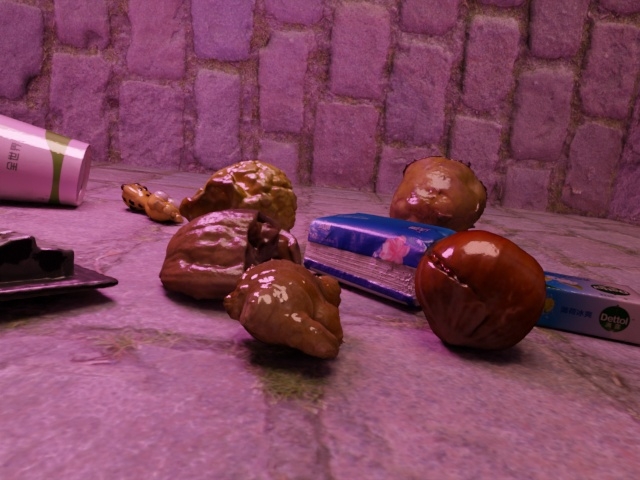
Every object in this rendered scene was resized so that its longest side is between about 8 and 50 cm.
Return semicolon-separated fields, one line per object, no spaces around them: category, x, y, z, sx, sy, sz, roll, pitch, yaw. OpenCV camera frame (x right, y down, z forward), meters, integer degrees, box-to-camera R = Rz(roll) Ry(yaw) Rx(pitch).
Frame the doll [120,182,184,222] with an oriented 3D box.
doll;-0.491;-0.111;1.344;0.291;0.086;0.117;19;-13;42

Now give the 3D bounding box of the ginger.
ginger;-0.042;0.081;0.617;0.157;0.102;0.216;13;11;-3

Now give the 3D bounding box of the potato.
potato;0.371;-0.099;1.475;0.288;0.301;0.237;-23;20;27

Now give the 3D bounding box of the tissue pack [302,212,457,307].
tissue pack;0.130;0.022;0.912;0.269;0.137;0.209;18;17;41

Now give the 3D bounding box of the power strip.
power strip;-0.464;0.030;0.655;0.257;0.092;0.251;10;15;36

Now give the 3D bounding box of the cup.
cup;-0.811;-0.215;1.318;0.274;0.253;0.253;10;10;-19

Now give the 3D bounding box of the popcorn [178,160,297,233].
popcorn;-0.188;-0.073;1.072;0.251;0.206;0.237;-13;35;-29

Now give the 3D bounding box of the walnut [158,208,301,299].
walnut;-0.157;0.015;0.796;0.204;0.141;0.238;8;8;29

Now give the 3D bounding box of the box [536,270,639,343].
box;0.453;0.110;0.828;0.194;0.073;0.139;10;12;16

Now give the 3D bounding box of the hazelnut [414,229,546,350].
hazelnut;0.223;0.075;0.682;0.182;0.182;0.182;6;11;-1
